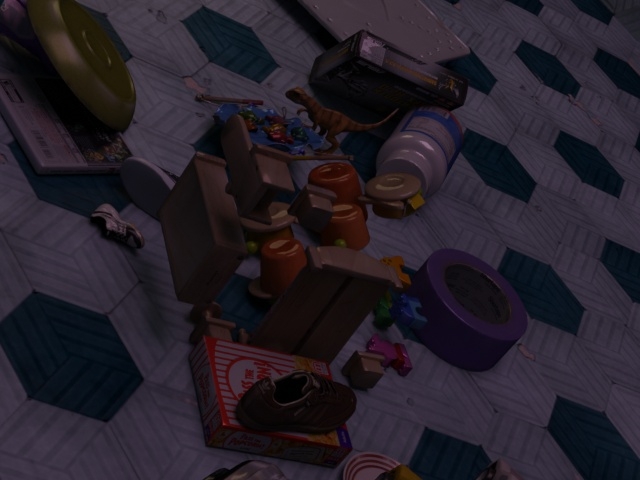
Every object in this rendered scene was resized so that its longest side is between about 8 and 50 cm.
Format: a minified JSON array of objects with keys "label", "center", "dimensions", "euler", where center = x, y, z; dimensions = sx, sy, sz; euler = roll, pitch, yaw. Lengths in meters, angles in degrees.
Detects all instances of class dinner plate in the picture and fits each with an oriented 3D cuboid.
[{"label":"dinner plate","center":[0.085,0.333,1.689],"dimensions":[0.141,0.017,0.141],"euler":[24,35,-18]}]

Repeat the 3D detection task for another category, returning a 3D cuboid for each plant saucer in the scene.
[{"label":"plant saucer","center":[-0.340,-0.272,1.927],"dimensions":[0.241,0.037,0.241],"euler":[54,13,-19]}]

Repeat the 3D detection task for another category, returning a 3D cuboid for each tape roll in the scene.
[{"label":"tape roll","center":[0.224,0.107,2.051],"dimensions":[0.189,0.080,0.189],"euler":[24,34,-18]}]

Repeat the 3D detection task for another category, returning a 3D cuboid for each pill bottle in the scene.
[{"label":"pill bottle","center":[0.166,-0.143,2.270],"dimensions":[0.124,0.124,0.221],"euler":[37,33,-1]}]

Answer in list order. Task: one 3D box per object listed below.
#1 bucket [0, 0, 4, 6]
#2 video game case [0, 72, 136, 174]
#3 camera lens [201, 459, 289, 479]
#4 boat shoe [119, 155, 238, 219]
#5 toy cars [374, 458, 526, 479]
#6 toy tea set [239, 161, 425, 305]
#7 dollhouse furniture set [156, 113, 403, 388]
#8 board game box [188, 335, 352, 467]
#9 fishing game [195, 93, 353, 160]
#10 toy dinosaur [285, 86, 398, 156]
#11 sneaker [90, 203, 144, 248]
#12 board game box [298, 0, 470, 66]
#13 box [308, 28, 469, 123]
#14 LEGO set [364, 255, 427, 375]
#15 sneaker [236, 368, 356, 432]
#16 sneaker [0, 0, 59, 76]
[{"label":"bucket","center":[-0.570,-0.310,1.722],"dimensions":[0.281,0.183,0.281],"euler":[25,33,-18]},{"label":"video game case","center":[-0.370,-0.167,1.883],"dimensions":[0.173,0.022,0.190],"euler":[-4,50,-46]},{"label":"camera lens","center":[-0.054,0.375,1.312],"dimensions":[0.274,0.219,0.219],"euler":[45,33,12]},{"label":"boat shoe","center":[-0.202,-0.063,1.879],"dimensions":[0.183,0.065,0.083],"euler":[41,30,-7]},{"label":"toy cars","center":[0.186,0.350,1.674],"dimensions":[0.394,0.087,0.176],"euler":[7,48,-45]},{"label":"toy tea set","center":[0.000,0.000,1.948],"dimensions":[0.200,0.124,0.336],"euler":[19,38,39]},{"label":"dollhouse furniture set","center":[-0.016,0.011,1.733],"dimensions":[0.355,0.303,0.174],"euler":[16,37,-31]},{"label":"board game box","center":[-0.064,0.207,1.679],"dimensions":[0.193,0.045,0.147],"euler":[15,38,-31]},{"label":"fishing game","center":[-0.081,-0.188,2.086],"dimensions":[0.189,0.041,0.264],"euler":[0,26,-38]},{"label":"toy dinosaur","center":[0.028,-0.194,2.212],"dimensions":[0.211,0.112,0.064],"euler":[16,36,-34]},{"label":"sneaker","center":[-0.276,-0.012,1.774],"dimensions":[0.083,0.032,0.037],"euler":[38,46,11]},{"label":"board game box","center":[0.075,-0.473,2.668],"dimensions":[0.390,0.050,0.390],"euler":[47,34,14]},{"label":"box","center":[0.121,-0.285,2.356],"dimensions":[0.231,0.183,0.056],"euler":[22,70,-23]},{"label":"LEGO set","center":[0.082,0.079,1.944],"dimensions":[0.093,0.087,0.227],"euler":[16,37,-31]},{"label":"sneaker","center":[-0.014,0.196,1.629],"dimensions":[0.188,0.071,0.066],"euler":[-2,49,-44]},{"label":"sneaker","center":[-0.466,-0.336,1.950],"dimensions":[0.236,0.104,0.095],"euler":[56,-6,-7]}]
